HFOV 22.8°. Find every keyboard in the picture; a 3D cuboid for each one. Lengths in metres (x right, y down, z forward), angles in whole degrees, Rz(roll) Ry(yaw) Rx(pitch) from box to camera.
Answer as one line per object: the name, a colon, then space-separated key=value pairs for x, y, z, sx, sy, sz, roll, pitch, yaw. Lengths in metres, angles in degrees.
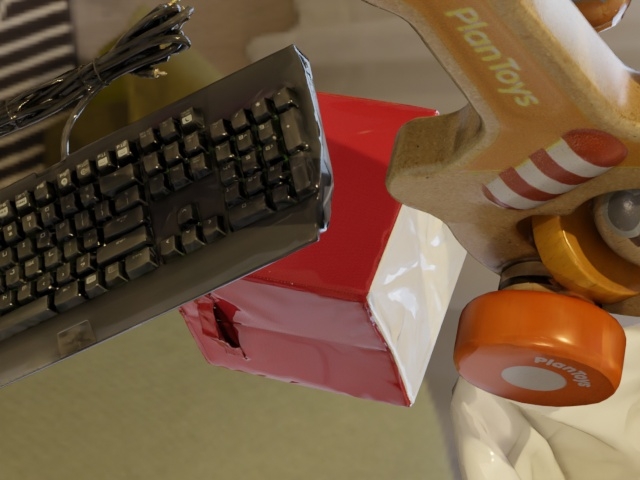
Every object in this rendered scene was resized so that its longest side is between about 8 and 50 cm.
keyboard: x=-0.143 y=-0.027 z=0.869 sx=0.033 sy=0.317 sz=0.201 roll=44 pitch=28 yaw=-49

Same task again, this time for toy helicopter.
toy helicopter: x=0.121 y=-0.054 z=0.673 sx=0.355 sy=0.235 sz=0.140 roll=42 pitch=53 yaw=-46

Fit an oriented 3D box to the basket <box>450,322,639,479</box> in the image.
basket: x=0.281 y=0.229 z=0.964 sx=0.266 sy=0.328 sz=0.331 roll=57 pitch=20 yaw=-64

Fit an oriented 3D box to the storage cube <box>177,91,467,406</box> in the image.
storage cube: x=0.000 y=0.000 z=1.323 sx=0.183 sy=0.193 sz=0.215 roll=66 pitch=41 yaw=-53

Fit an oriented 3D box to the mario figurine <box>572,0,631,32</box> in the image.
mario figurine: x=0.124 y=-0.272 z=0.746 sx=0.198 sy=0.170 sz=0.320 roll=-42 pitch=135 yaw=-29
